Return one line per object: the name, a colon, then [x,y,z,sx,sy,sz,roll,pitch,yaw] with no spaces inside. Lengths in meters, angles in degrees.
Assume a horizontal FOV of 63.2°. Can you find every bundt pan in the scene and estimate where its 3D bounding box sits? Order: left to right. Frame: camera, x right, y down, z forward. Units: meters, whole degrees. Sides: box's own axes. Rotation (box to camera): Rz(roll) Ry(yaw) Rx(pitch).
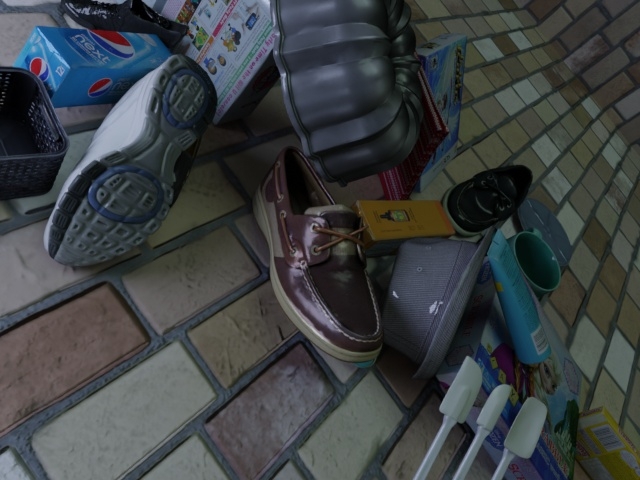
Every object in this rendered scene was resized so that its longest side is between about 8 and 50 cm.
bundt pan: [0.061,-0.246,0.719,0.331,0.124,0.330,-7,90,-67]

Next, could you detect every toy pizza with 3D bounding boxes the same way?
toy pizza: [0.569,-0.021,1.337,0.201,0.032,0.201,21,50,-27]

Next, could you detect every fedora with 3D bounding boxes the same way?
fedora: [0.165,0.079,0.817,0.124,0.243,0.275,24,53,13]

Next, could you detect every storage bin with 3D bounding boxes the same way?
storage bin: [-0.381,-0.110,0.549,0.180,0.084,0.122,-16,73,-46]

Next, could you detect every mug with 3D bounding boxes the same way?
mug: [0.408,0.056,1.056,0.158,0.097,0.129,-18,75,-40]

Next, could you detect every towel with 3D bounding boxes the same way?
towel: [0.149,-0.188,0.939,0.031,0.275,0.198,-8,65,-13]

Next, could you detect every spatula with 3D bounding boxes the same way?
spatula: [0.208,0.303,0.714,0.168,0.019,0.242,34,79,-20]

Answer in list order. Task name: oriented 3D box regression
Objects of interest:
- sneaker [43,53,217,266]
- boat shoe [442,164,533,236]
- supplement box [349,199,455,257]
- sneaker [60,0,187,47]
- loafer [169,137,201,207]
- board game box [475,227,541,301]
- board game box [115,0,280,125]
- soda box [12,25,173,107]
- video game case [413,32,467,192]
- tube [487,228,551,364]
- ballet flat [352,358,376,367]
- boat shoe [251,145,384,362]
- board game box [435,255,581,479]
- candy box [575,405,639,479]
sneaker: [-0.239,-0.096,0.646,0.111,0.129,0.297,47,58,-38]
boat shoe: [0.399,-0.106,1.190,0.340,0.113,0.127,-18,74,-46]
supplement box: [0.137,-0.023,0.936,0.233,0.080,0.078,-2,63,-43]
sneaker: [-0.294,-0.335,0.777,0.170,0.089,0.051,33,45,-19]
loafer: [-0.205,-0.109,0.714,0.062,0.061,0.170,27,48,-25]
board game box: [0.408,0.071,1.138,0.186,0.026,0.126,54,42,4]
board game box: [-0.174,-0.371,0.806,0.303,0.224,0.097,53,40,2]
soda box: [-0.284,-0.230,0.692,0.067,0.071,0.210,51,29,0]
video game case: [0.231,-0.267,1.074,0.061,0.269,0.244,13,34,26]
tube: [0.294,0.089,0.785,0.207,0.052,0.080,66,32,-17]
ballet flat: [0.015,0.122,0.760,0.168,0.057,0.052,46,14,-10]
boat shoe: [0.000,0.000,0.706,0.123,0.123,0.342,3,43,-30]
board game box: [0.343,0.231,0.894,0.318,0.066,0.318,55,41,-15]
candy box: [0.534,0.405,0.952,0.206,0.105,0.027,53,42,2]
